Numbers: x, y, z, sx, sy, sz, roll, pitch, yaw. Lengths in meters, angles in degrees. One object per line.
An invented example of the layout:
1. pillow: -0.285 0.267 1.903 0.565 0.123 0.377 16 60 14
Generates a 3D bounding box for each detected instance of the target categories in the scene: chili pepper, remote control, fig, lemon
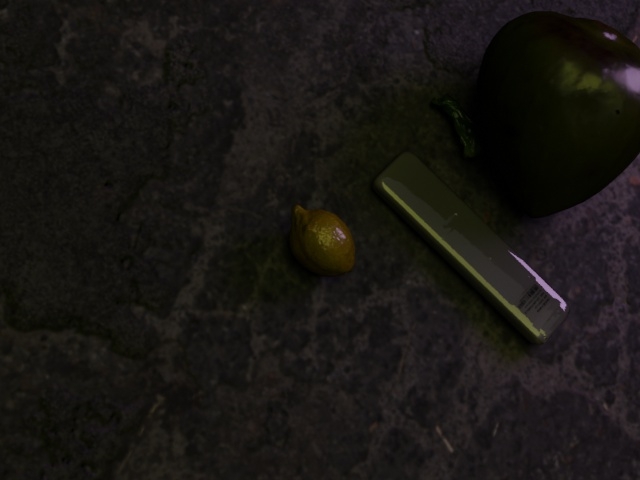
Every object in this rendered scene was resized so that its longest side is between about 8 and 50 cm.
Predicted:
1. chili pepper: 0.162 -0.131 1.362 0.034 0.030 0.091 -29 79 2
2. remote control: 0.167 0.009 1.319 0.261 0.029 0.067 44 65 3
3. fig: 0.264 -0.138 1.328 0.203 0.203 0.225 14 110 -12
4. lemon: 0.000 0.000 1.247 0.092 0.065 0.065 47 65 -8
